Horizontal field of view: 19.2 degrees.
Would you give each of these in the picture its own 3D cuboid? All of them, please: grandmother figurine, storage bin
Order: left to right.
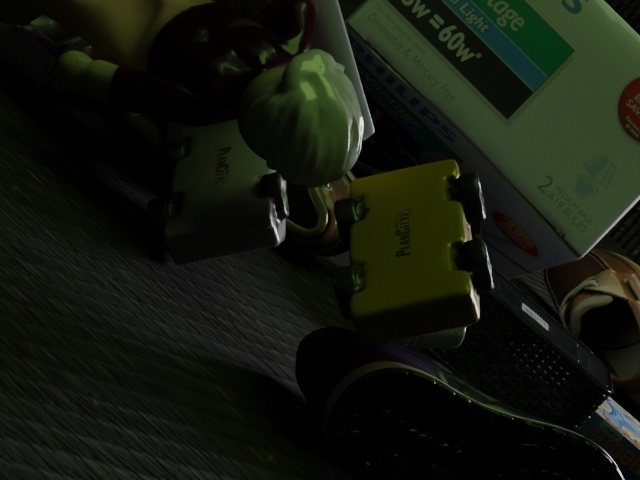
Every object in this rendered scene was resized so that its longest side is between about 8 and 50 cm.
[{"bbox_3d":[-0.091,-0.142,1.393,0.342,0.208,0.104,37,-28,37],"label":"grandmother figurine"},{"bbox_3d":[0.179,0.103,1.764,0.180,0.084,0.122,41,11,0],"label":"storage bin"}]

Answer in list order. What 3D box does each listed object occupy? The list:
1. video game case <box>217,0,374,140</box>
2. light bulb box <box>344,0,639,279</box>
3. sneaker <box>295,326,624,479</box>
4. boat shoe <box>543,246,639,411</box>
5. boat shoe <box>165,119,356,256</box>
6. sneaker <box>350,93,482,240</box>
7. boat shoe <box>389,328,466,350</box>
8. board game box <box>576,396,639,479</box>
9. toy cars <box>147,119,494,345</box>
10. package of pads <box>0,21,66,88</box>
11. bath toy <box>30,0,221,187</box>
[{"bbox_3d":[-0.039,-0.198,1.526,0.193,0.023,0.212,31,-36,53],"label":"video game case"},{"bbox_3d":[0.192,-0.158,2.115,0.358,0.225,0.361,45,-10,-2],"label":"light bulb box"},{"bbox_3d":[0.104,0.138,1.338,0.283,0.107,0.124,34,7,-30],"label":"sneaker"},{"bbox_3d":[0.357,0.094,2.312,0.120,0.122,0.324,29,15,-33],"label":"boat shoe"},{"bbox_3d":[-0.076,-0.113,1.689,0.307,0.110,0.104,43,10,16],"label":"boat shoe"},{"bbox_3d":[0.061,-0.063,2.061,0.279,0.107,0.118,46,-7,12],"label":"sneaker"},{"bbox_3d":[0.084,0.035,1.685,0.081,0.079,0.227,14,24,-12],"label":"boat shoe"},{"bbox_3d":[0.328,0.223,1.920,0.201,0.035,0.136,41,11,1],"label":"board game box"},{"bbox_3d":[0.000,0.000,1.349,0.394,0.176,0.087,21,-45,48],"label":"toy cars"},{"bbox_3d":[-0.244,-0.160,1.514,0.083,0.032,0.050,40,15,0],"label":"package of pads"},{"bbox_3d":[-0.148,-0.172,1.597,0.348,0.151,0.129,47,7,16],"label":"bath toy"}]
